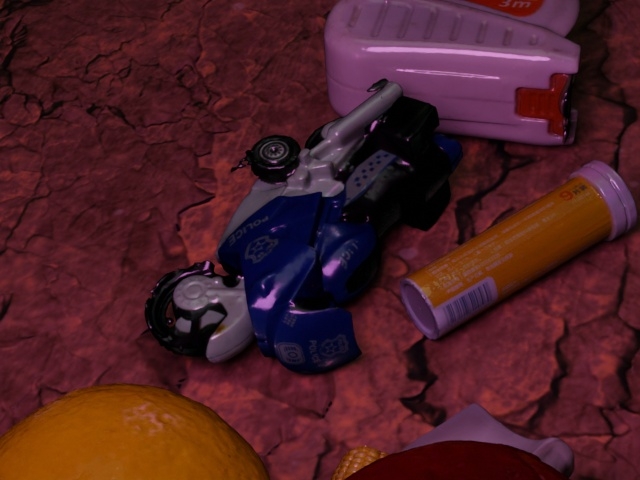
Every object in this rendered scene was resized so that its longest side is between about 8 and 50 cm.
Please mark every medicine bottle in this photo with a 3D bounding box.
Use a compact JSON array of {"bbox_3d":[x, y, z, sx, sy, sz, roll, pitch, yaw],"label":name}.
[{"bbox_3d":[0.176,0.009,1.240,0.218,0.074,0.074,-29,46,-16],"label":"medicine bottle"}]

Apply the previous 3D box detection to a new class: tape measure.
[{"bbox_3d":[0.144,-0.202,1.429,0.258,0.130,0.265,5,40,14],"label":"tape measure"}]

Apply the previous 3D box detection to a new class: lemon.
[{"bbox_3d":[-0.135,0.210,0.982,0.240,0.240,0.219,8,35,20],"label":"lemon"}]

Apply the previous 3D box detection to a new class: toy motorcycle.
[{"bbox_3d":[0.000,0.000,1.258,0.196,0.125,0.331,27,59,31],"label":"toy motorcycle"}]

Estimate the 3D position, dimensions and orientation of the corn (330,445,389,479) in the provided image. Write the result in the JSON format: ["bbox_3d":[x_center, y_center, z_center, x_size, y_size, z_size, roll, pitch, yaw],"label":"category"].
[{"bbox_3d":[0.023,0.243,1.031,0.072,0.072,0.203,2,44,14],"label":"corn"}]

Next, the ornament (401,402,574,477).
[{"bbox_3d":[0.171,0.217,0.989,0.285,0.120,0.130,28,61,36],"label":"ornament"}]

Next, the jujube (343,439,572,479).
[{"bbox_3d":[0.040,0.256,0.825,0.318,0.223,0.223,-35,48,-12],"label":"jujube"}]
